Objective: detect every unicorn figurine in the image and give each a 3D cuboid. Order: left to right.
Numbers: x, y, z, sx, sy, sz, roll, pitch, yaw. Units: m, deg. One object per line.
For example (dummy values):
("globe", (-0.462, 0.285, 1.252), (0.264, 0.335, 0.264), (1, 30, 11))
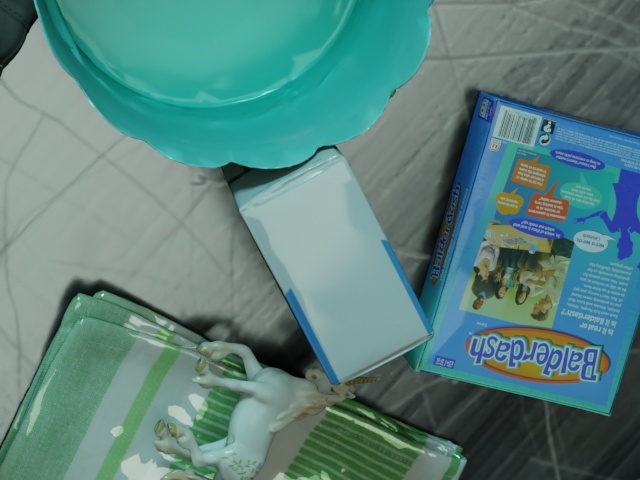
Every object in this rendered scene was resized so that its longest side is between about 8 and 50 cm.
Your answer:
("unicorn figurine", (-0.047, 0.122, 1.332), (0.111, 0.060, 0.162), (26, 113, -14))

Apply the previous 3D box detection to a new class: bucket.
("bucket", (-0.065, -0.193, 1.231), (0.281, 0.183, 0.281), (-2, 102, -10))

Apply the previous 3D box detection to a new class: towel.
("towel", (-0.081, 0.202, 1.386), (0.324, 0.038, 0.248), (23, 97, -14))

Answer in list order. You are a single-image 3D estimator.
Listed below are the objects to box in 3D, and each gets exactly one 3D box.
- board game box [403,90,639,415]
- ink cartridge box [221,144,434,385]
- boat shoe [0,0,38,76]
("board game box", (0.167, 0.011, 1.385), (0.160, 0.047, 0.210), (14, 98, -13))
("ink cartridge box", (0.000, 0.000, 1.279), (0.082, 0.191, 0.140), (-28, 105, -2))
("boat shoe", (-0.322, -0.235, 1.224), (0.095, 0.112, 0.335), (-49, 112, -16))
